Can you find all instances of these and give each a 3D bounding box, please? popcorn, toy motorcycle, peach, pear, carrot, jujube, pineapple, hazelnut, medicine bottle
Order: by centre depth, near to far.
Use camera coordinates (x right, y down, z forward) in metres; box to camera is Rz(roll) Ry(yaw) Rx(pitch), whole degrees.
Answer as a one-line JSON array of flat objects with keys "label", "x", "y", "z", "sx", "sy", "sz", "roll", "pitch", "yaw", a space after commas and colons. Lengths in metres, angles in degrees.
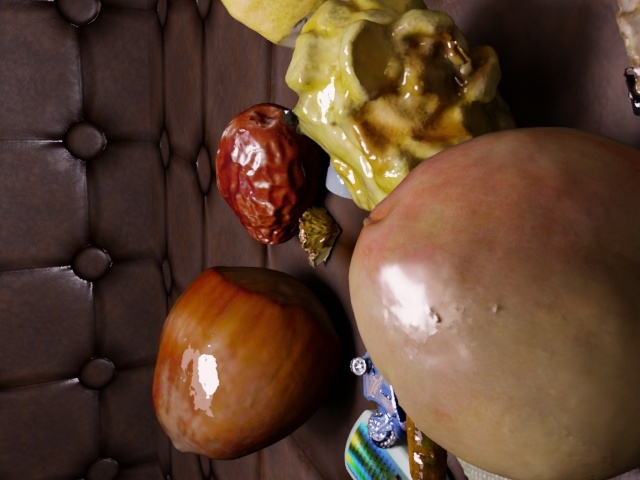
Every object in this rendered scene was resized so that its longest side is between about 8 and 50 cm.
[{"label": "peach", "x": 0.170, "y": 0.045, "z": 0.497, "sx": 0.247, "sy": 0.293, "sz": 0.291, "roll": -151, "pitch": 59, "yaw": -79}, {"label": "popcorn", "x": 0.092, "y": -0.138, "z": 0.650, "sx": 0.215, "sy": 0.286, "sz": 0.252, "roll": -36, "pitch": 15, "yaw": 20}, {"label": "carrot", "x": 0.144, "y": 0.211, "z": 0.788, "sx": 0.066, "sy": 0.066, "sz": 0.313, "roll": -5, "pitch": 81, "yaw": 63}, {"label": "toy motorcycle", "x": 0.110, "y": 0.197, "z": 0.864, "sx": 0.114, "sy": 0.076, "sz": 0.204, "roll": -9, "pitch": 76, "yaw": 41}, {"label": "pear", "x": -0.026, "y": -0.413, "z": 0.867, "sx": 0.271, "sy": 0.271, "sz": 0.270, "roll": 18, "pitch": 110, "yaw": 61}, {"label": "medicine bottle", "x": 0.123, "y": 0.358, "z": 0.872, "sx": 0.229, "sy": 0.083, "sz": 0.121, "roll": 41, "pitch": 120, "yaw": 55}, {"label": "pineapple", "x": 0.000, "y": 0.000, "z": 1.097, "sx": 0.114, "sy": 0.077, "sz": 0.114, "roll": -73, "pitch": -14, "yaw": -55}, {"label": "jujube", "x": -0.091, "y": -0.117, "z": 1.115, "sx": 0.290, "sy": 0.197, "sz": 0.197, "roll": 93, "pitch": 156, "yaw": -49}, {"label": "hazelnut", "x": -0.144, "y": 0.218, "z": 1.116, "sx": 0.366, "sy": 0.366, "sz": 0.365, "roll": 18, "pitch": 110, "yaw": 61}]

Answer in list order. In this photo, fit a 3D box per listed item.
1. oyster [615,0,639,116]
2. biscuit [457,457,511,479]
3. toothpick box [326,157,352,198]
[{"label": "oyster", "x": 0.269, "y": -0.202, "z": 0.440, "sx": 0.337, "sy": 0.133, "sz": 0.197, "roll": -121, "pitch": 34, "yaw": -44}, {"label": "biscuit", "x": 0.215, "y": 0.204, "z": 0.645, "sx": 0.121, "sy": 0.041, "sz": 0.199, "roll": 61, "pitch": 140, "yaw": 39}, {"label": "toothpick box", "x": 0.067, "y": -0.147, "z": 0.881, "sx": 0.101, "sy": 0.101, "sz": 0.153, "roll": 45, "pitch": 134, "yaw": 52}]
